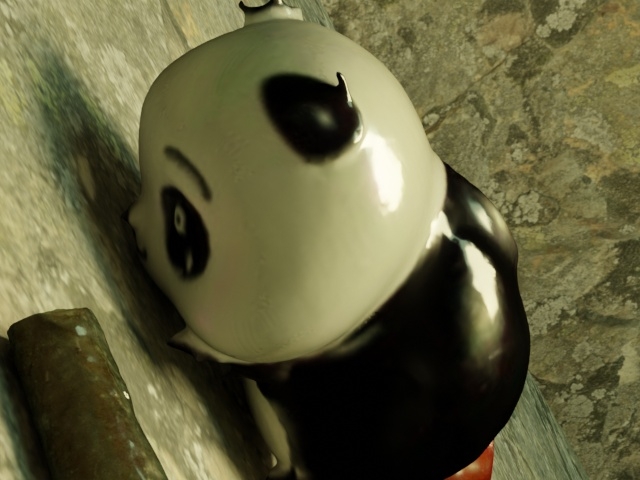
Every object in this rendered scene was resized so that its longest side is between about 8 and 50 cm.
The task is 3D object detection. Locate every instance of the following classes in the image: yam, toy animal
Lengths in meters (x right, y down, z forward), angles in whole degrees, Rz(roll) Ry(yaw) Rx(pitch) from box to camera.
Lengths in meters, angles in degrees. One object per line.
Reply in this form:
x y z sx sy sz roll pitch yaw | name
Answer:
-0.080 0.152 0.789 0.274 0.061 0.061 67 9 22 | yam
0.000 0.000 1.157 0.251 0.251 0.310 -103 171 -56 | toy animal

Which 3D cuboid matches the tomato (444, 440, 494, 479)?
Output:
0.099 0.193 1.619 0.159 0.091 0.139 105 -23 -61 | tomato
